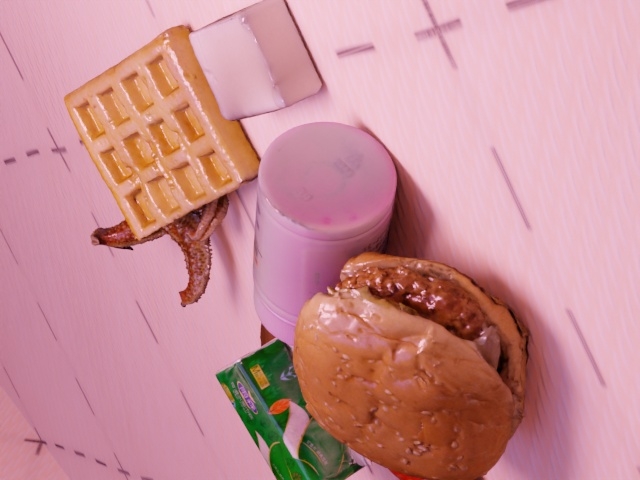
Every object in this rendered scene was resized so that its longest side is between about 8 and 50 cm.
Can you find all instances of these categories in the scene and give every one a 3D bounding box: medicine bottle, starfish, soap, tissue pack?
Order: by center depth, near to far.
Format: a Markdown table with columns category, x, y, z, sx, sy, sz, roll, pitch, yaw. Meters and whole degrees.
| category | x | y | z | sx | sy | sz | roll | pitch | yaw |
| --- | --- | --- | --- | --- | --- | --- | --- | --- | --- |
| medicine bottle | 0.000 | 0.000 | 1.903 | 0.152 | 0.152 | 0.254 | 50 | 156 | 25 |
| soap | -0.078 | -0.206 | 1.943 | 0.183 | 0.064 | 0.121 | -3 | 114 | 66 |
| tissue pack | -0.006 | 0.213 | 2.182 | 0.209 | 0.148 | 0.156 | 60 | 151 | 3 |
| starfish | -0.238 | -0.070 | 2.387 | 0.312 | 0.113 | 0.303 | 60 | 146 | 15 |

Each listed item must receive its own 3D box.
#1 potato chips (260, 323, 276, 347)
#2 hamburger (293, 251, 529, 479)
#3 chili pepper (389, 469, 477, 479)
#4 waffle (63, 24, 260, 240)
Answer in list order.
| category | x | y | z | sx | sy | sz | roll | pitch | yaw |
| --- | --- | --- | --- | --- | --- | --- | --- | --- | --- |
| potato chips | -0.047 | 0.171 | 2.360 | 0.150 | 0.049 | 0.201 | 50 | 159 | 31 |
| hamburger | 0.093 | 0.139 | 1.803 | 0.259 | 0.144 | 0.283 | 21 | 139 | 26 |
| chili pepper | 0.120 | 0.257 | 2.055 | 0.192 | 0.084 | 0.086 | 53 | 127 | 12 |
| waffle | -0.211 | -0.137 | 2.205 | 0.248 | 0.055 | 0.221 | -26 | 95 | 42 |
